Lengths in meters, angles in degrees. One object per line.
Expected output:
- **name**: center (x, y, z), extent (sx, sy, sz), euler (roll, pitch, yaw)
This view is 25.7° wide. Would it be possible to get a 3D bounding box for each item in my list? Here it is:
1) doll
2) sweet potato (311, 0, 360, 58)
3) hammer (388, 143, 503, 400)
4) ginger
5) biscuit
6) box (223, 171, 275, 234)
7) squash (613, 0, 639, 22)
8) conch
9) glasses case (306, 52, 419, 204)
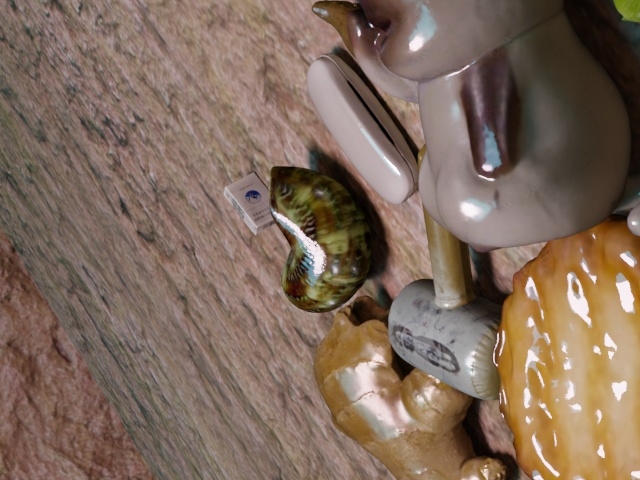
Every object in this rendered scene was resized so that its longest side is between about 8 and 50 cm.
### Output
- **doll**: center (0.154, -0.150, 1.276), extent (0.370, 0.226, 0.215), euler (61, -169, -8)
- **sweet potato**: center (0.092, -0.191, 1.530), extent (0.274, 0.067, 0.067), euler (41, 148, 28)
- **hammer**: center (0.147, 0.026, 1.605), extent (0.202, 0.113, 0.305), euler (21, 129, 51)
- **ginger**: center (0.151, 0.233, 1.836), extent (0.375, 0.166, 0.236), euler (37, 115, 0)
- **biscuit**: center (0.300, 0.134, 1.330), extent (0.325, 0.107, 0.326), euler (3, 94, 53)
- **box**: center (-0.095, -0.054, 2.035), extent (0.083, 0.054, 0.024), euler (52, 156, 21)
- **squash**: center (0.300, -0.247, 1.046), extent (0.082, 0.082, 0.292), euler (60, 156, 4)
- **conch**: center (0.003, 0.000, 1.833), extent (0.181, 0.124, 0.187), euler (84, 177, -59)
- **glasses case**: center (0.050, -0.134, 1.678), extent (0.204, 0.051, 0.081), euler (56, 156, 13)
